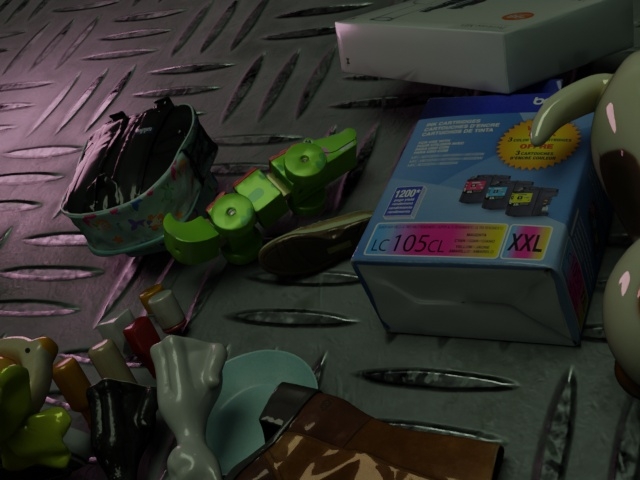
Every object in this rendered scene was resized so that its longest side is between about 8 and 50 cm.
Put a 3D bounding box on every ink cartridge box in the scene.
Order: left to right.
[{"bbox_3d":[0.242,-0.061,1.305,0.269,0.151,0.395,1,44,29],"label":"ink cartridge box"}]

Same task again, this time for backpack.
[{"bbox_3d":[-0.291,-0.083,1.574,0.225,0.191,0.254,-12,34,19],"label":"backpack"}]

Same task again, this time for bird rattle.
[{"bbox_3d":[-0.416,0.215,1.207,0.253,0.143,0.207,-18,40,29],"label":"bird rattle"}]

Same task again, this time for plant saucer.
[{"bbox_3d":[-0.089,0.225,1.241,0.194,0.037,0.195,-14,40,13],"label":"plant saucer"}]

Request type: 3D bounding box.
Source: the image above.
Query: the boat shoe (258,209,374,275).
[{"bbox_3d":[0.000,0.000,1.437,0.189,0.068,0.072,-13,27,-1],"label":"boat shoe"}]

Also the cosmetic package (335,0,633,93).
[{"bbox_3d":[0.249,-0.326,1.534,0.284,0.098,0.377,-26,27,-31],"label":"cosmetic package"}]

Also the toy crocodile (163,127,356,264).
[{"bbox_3d":[-0.083,-0.069,1.487,0.340,0.115,0.105,-35,64,-14],"label":"toy crocodile"}]

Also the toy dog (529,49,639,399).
[{"bbox_3d":[0.419,-0.025,1.032,0.395,0.285,0.408,15,57,2],"label":"toy dog"}]

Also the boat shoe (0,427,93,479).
[{"bbox_3d":[-0.447,0.314,1.290,0.335,0.121,0.119,-12,54,25],"label":"boat shoe"}]

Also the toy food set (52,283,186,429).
[{"bbox_3d":[-0.263,0.160,1.388,0.111,0.105,0.232,-14,20,35],"label":"toy food set"}]

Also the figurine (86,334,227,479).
[{"bbox_3d":[-0.197,0.249,1.188,0.215,0.092,0.210,-34,48,30],"label":"figurine"}]

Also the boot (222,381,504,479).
[{"bbox_3d":[0.036,0.305,1.063,0.280,0.096,0.264,16,51,20],"label":"boot"}]
